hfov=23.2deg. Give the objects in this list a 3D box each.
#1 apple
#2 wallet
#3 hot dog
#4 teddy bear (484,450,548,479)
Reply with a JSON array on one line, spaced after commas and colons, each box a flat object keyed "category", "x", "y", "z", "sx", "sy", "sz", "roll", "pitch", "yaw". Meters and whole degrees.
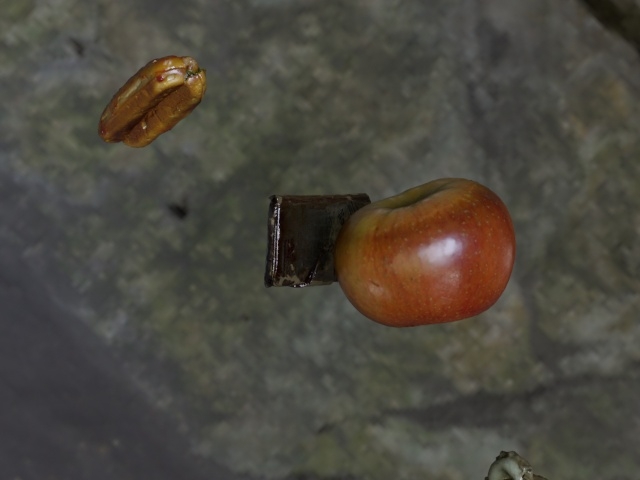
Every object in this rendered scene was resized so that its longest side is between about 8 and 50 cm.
[{"category": "apple", "x": 0.134, "y": 0.023, "z": 1.964, "sx": 0.210, "sy": 0.234, "sz": 0.173, "roll": -120, "pitch": -165, "yaw": -78}, {"category": "wallet", "x": 0.000, "y": 0.000, "z": 2.011, "sx": 0.031, "sy": 0.122, "sz": 0.232, "roll": 7, "pitch": 5, "yaw": 30}, {"category": "hot dog", "x": -0.139, "y": -0.114, "z": 1.280, "sx": 0.062, "sy": 0.144, "sz": 0.038, "roll": 12, "pitch": 66, "yaw": -28}, {"category": "teddy bear", "x": 0.211, "y": 0.351, "z": 1.596, "sx": 0.256, "sy": 0.156, "sz": 0.267, "roll": -109, "pitch": -167, "yaw": -47}]
